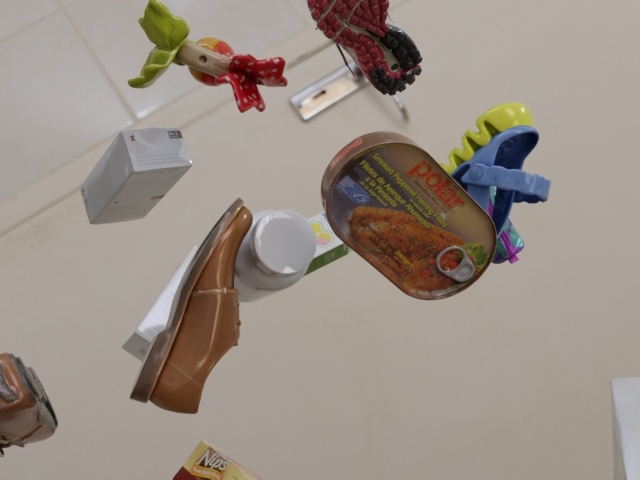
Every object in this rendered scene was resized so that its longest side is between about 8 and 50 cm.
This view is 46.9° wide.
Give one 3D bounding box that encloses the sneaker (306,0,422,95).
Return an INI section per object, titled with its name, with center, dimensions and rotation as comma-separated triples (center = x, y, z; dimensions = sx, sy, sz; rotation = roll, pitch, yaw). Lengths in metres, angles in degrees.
[sneaker]
center = 0.049, -0.347, 1.147
dimensions = 0.299, 0.121, 0.112
rotation = 48, 6, -50

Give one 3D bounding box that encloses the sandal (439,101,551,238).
[sandal]
center = 0.203, -0.042, 1.049
dimensions = 0.126, 0.317, 0.138
rotation = 8, 41, -45

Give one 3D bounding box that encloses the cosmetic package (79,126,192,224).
[cosmetic package]
center = -0.338, -0.113, 1.332
dimensions = 0.231, 0.117, 0.085
rotation = -33, -107, 50

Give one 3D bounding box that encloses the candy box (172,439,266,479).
[candy box]
center = -0.080, 0.463, 1.224
dimensions = 0.183, 0.087, 0.316
rotation = 23, -20, 46

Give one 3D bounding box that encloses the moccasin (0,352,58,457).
[moccasin]
center = -0.523, 0.288, 1.210
dimensions = 0.139, 0.147, 0.380
rotation = 61, -20, 5

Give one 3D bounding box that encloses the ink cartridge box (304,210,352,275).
[ink cartridge box]
center = 0.000, 0.000, 1.804
dimensions = 0.109, 0.209, 0.062
rotation = 55, -17, 31

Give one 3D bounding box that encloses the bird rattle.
[bird rattle]
center = -0.173, -0.297, 1.200
dimensions = 0.207, 0.254, 0.143
rotation = -83, -175, -75

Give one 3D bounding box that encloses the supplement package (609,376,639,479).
[supplement package]
center = 0.528, 0.349, 1.042
dimensions = 0.198, 0.199, 0.262
rotation = -76, 154, -49

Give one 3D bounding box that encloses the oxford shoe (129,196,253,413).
[oxford shoe]
center = -0.104, 0.062, 0.703
dimensions = 0.076, 0.212, 0.076
rotation = 24, -10, -10

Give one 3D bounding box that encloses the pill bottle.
[pill bottle]
center = -0.062, 0.016, 0.796
dimensions = 0.087, 0.087, 0.160
rotation = 58, -24, -2

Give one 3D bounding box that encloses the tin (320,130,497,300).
[tin]
center = 0.081, -0.020, 0.660
dimensions = 0.190, 0.106, 0.040
rotation = 40, 17, -31

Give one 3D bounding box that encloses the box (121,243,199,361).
[box]
center = -0.218, 0.112, 1.156
dimensions = 0.091, 0.170, 0.130
rotation = 36, -28, -9

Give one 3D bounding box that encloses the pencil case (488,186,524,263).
[pencil case]
center = 0.265, -0.037, 1.162
dimensions = 0.151, 0.065, 0.070
rotation = 58, -1, -20
